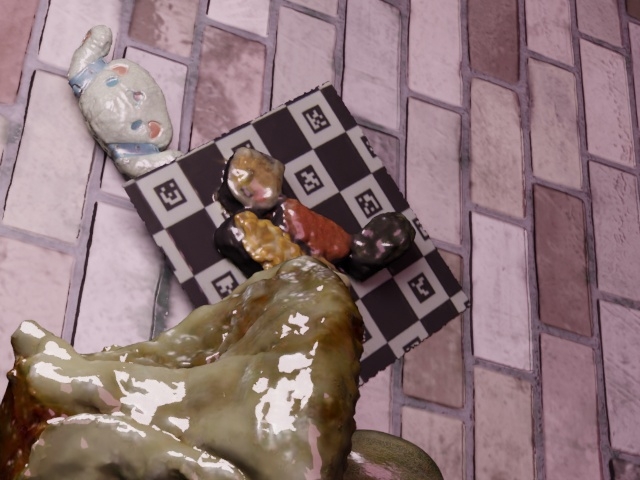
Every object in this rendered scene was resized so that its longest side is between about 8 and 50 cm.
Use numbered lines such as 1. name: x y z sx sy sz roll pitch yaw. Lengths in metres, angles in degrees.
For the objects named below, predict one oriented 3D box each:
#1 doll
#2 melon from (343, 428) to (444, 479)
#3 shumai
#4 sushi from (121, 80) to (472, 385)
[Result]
1. doll: -0.229 -0.152 1.504 0.103 0.071 0.214 -26 86 -27
2. melon: 0.064 0.265 1.388 0.167 0.114 0.114 18 55 -15
3. shumai: -0.141 0.182 1.215 0.323 0.324 0.397 8 39 -6
4. sushi: 0.000 0.000 1.511 0.359 0.064 0.343 -31 89 -39
